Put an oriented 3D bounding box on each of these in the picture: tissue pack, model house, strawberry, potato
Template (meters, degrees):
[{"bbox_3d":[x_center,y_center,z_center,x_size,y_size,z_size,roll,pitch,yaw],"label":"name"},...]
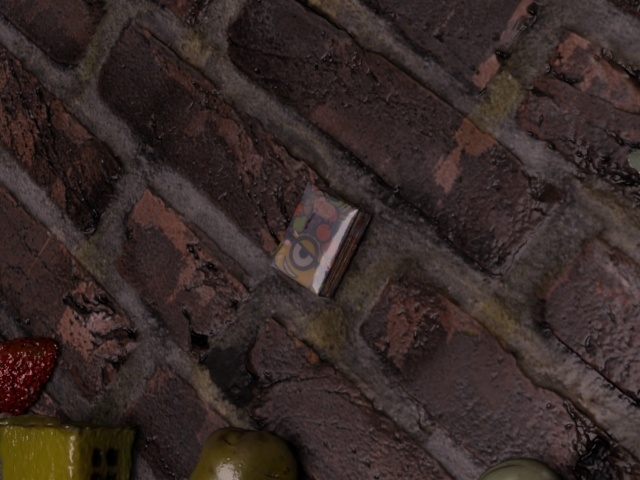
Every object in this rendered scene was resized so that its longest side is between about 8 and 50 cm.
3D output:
[{"bbox_3d":[0.000,0.000,2.025,0.108,0.060,0.148,31,100,32],"label":"tissue pack"},{"bbox_3d":[-0.418,0.403,2.158,0.193,0.175,0.234,-4,76,32],"label":"model house"},{"bbox_3d":[-0.551,0.234,2.331,0.192,0.085,0.140,-3,78,31],"label":"strawberry"},{"bbox_3d":[-0.118,0.377,1.990,0.154,0.137,0.200,6,84,33],"label":"potato"}]

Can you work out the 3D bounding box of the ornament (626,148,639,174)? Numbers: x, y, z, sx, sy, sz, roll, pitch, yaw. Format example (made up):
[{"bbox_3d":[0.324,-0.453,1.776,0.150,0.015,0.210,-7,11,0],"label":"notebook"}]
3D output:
[{"bbox_3d":[0.443,-0.112,1.767,0.068,0.041,0.092,24,94,31],"label":"ornament"}]

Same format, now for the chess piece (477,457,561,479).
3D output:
[{"bbox_3d":[0.294,0.438,1.707,0.182,0.182,0.330,-35,59,24],"label":"chess piece"}]
